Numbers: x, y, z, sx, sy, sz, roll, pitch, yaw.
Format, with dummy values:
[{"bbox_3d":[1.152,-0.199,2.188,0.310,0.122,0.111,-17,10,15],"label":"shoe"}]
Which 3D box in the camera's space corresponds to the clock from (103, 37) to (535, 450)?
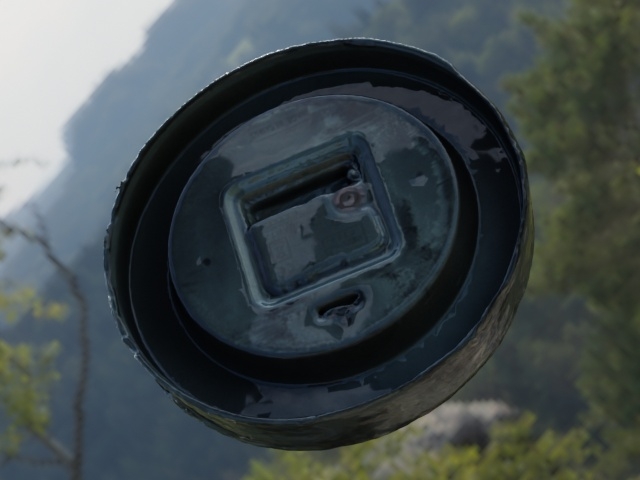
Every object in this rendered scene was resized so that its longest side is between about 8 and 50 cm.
[{"bbox_3d":[0.000,0.000,0.942,0.226,0.226,0.049,-50,-31,-13],"label":"clock"}]
